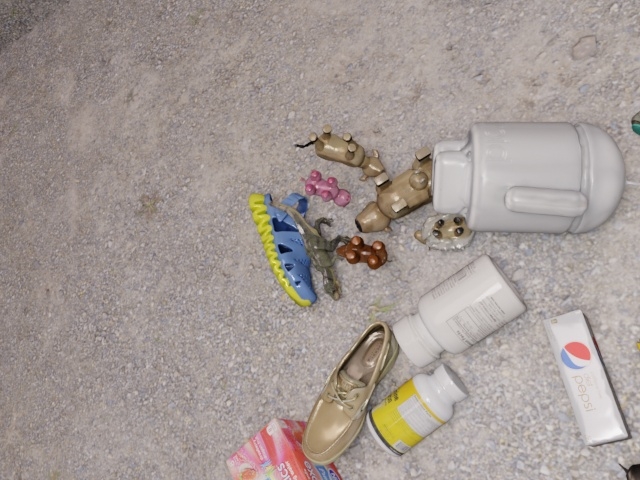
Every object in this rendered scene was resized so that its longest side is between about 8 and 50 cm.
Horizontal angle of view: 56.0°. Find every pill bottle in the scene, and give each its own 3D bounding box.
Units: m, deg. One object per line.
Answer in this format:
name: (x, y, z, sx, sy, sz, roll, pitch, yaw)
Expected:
pill bottle: (0.185, 0.318, 1.142, 0.184, 0.103, 0.103, -41, 55, 13)
pill bottle: (0.258, 0.140, 1.145, 0.229, 0.131, 0.131, -37, 56, 15)

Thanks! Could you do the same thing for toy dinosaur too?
toy dinosaur: (0.000, 0.000, 1.367, 0.268, 0.118, 0.064, 57, 147, 8)

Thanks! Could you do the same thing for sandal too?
sandal: (-0.066, 0.003, 1.418, 0.138, 0.126, 0.317, -21, 67, -1)

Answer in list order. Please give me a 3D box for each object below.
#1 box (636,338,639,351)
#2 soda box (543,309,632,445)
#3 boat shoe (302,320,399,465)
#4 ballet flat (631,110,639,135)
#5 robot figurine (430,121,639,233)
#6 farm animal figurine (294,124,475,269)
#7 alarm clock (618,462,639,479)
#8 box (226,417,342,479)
box: (0.686, 0.205, 0.881, 0.322, 0.079, 0.257, -29, 57, 21)
soda box: (0.451, 0.232, 1.021, 0.069, 0.074, 0.216, -23, 61, 24)
boat shoe: (0.054, 0.294, 1.190, 0.109, 0.098, 0.302, 26, 70, 28)
ballet flat: (0.649, -0.178, 1.053, 0.068, 0.072, 0.213, -47, 54, 6)
robot figurine: (0.380, -0.112, 1.084, 0.353, 0.200, 0.300, 1, 28, 6)
farm animal figurine: (0.135, -0.102, 1.296, 0.326, 0.172, 0.330, -15, 78, 8)
alarm clock: (0.505, 0.417, 0.890, 0.064, 0.129, 0.192, -23, 82, 26)
box: (-0.039, 0.521, 1.184, 0.154, 0.142, 0.300, -44, 54, 11)
